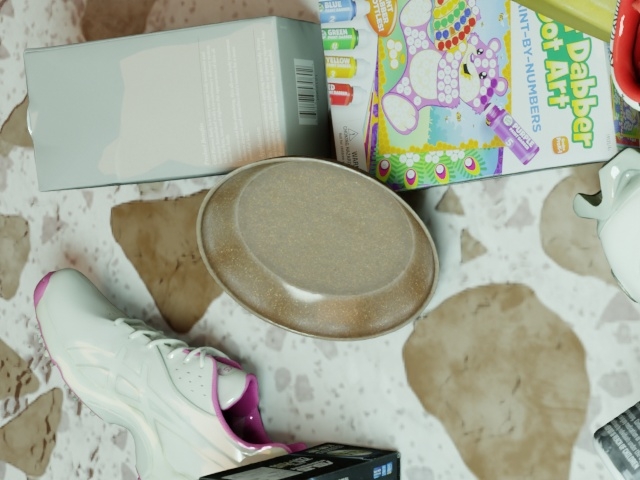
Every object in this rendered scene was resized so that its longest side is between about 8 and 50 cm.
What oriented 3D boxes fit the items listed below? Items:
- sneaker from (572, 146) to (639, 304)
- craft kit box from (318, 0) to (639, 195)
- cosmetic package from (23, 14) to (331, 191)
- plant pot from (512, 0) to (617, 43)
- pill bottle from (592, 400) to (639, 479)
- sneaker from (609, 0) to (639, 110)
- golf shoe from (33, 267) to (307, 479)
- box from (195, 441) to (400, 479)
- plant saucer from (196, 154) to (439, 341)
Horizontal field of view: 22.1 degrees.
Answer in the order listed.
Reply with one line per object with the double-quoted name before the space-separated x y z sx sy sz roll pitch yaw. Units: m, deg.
"sneaker" 0.319 -0.056 1.074 0.330 0.122 0.146 -49 54 40
"craft kit box" 0.114 -0.167 1.266 0.247 0.061 0.249 -9 88 32
"cosmetic package" -0.121 -0.112 1.373 0.238 0.107 0.127 -3 93 24
"plant pot" 0.204 -0.229 1.079 0.187 0.212 0.212 36 95 -9
"pill bottle" 0.311 0.113 1.065 0.246 0.130 0.130 -35 71 4
"sneaker" 0.264 -0.178 0.917 0.090 0.145 0.270 53 132 36
"golf shoe" -0.129 0.126 1.430 0.140 0.115 0.306 -44 75 17
"box" -0.014 0.249 1.300 0.078 0.180 0.147 3 94 35
"plant saucer" 0.000 0.000 1.312 0.199 0.036 0.198 9 135 9
